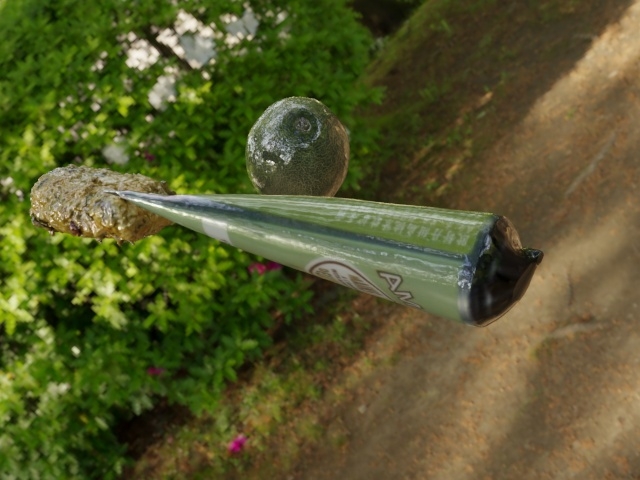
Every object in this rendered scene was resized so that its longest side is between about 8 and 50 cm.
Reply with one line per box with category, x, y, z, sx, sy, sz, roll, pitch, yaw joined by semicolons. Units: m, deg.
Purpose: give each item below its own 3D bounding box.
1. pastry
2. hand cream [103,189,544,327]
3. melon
pastry;-0.181;-0.029;0.758;0.140;0.056;0.080;4;19;35
hand cream;0.000;0.000;0.495;0.235;0.086;0.055;10;85;29
melon;-0.021;-0.076;0.859;0.098;0.098;0.131;-51;-4;-20
